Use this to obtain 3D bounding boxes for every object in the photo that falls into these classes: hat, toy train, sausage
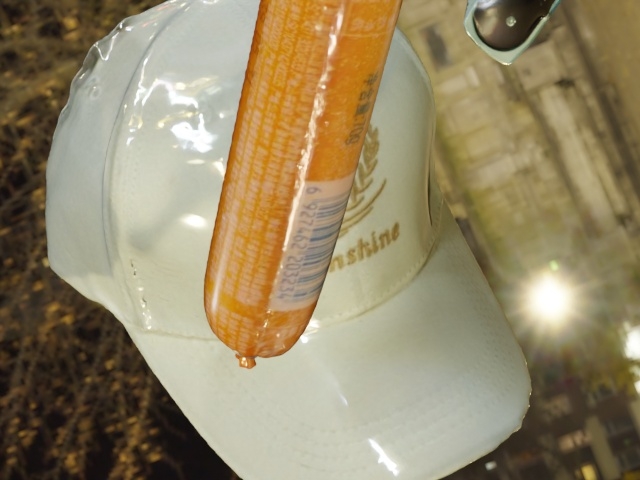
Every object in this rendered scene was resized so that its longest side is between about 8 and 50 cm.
[{"bbox_3d":[-0.003,0.000,0.715,0.301,0.258,0.168,57,160,23],"label":"hat"},{"bbox_3d":[0.145,-0.187,0.716,0.043,0.207,0.047,38,169,-15],"label":"toy train"},{"bbox_3d":[0.004,-0.090,0.470,0.053,0.053,0.347,-93,14,-58],"label":"sausage"}]
